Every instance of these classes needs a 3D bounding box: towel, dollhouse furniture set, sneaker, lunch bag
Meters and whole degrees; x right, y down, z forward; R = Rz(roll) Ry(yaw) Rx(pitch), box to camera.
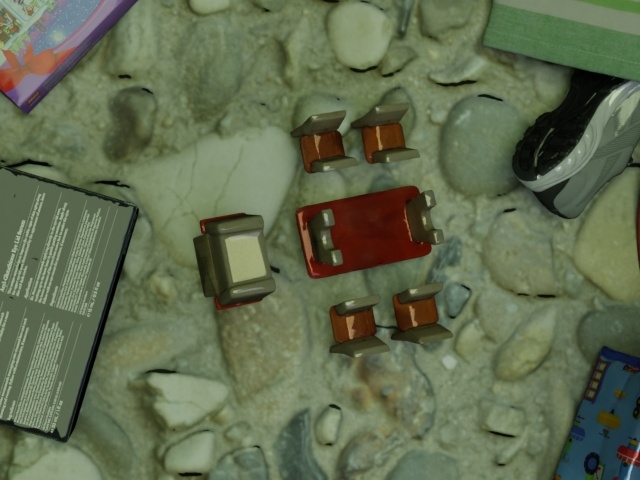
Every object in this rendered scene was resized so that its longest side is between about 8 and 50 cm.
[{"bbox_3d":[0.327,-0.345,1.241,0.247,0.038,0.325,21,105,32],"label":"towel"},{"bbox_3d":[0.000,0.000,1.267,0.259,0.135,0.262,-11,89,-17],"label":"dollhouse furniture set"},{"bbox_3d":[0.331,-0.140,1.312,0.271,0.100,0.108,-47,123,-11],"label":"sneaker"},{"bbox_3d":[0.430,0.279,1.295,0.293,0.138,0.221,22,88,-18],"label":"lunch bag"}]

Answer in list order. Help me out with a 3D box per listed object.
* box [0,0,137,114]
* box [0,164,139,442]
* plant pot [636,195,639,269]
[{"bbox_3d":[-0.302,-0.315,1.264,0.201,0.057,0.293,43,84,-2],"label":"box"},{"bbox_3d":[-0.320,0.062,1.227,0.184,0.103,0.261,17,87,-8],"label":"box"},{"bbox_3d":[0.533,0.000,1.245,0.265,0.272,0.273,-5,88,-13],"label":"plant pot"}]
